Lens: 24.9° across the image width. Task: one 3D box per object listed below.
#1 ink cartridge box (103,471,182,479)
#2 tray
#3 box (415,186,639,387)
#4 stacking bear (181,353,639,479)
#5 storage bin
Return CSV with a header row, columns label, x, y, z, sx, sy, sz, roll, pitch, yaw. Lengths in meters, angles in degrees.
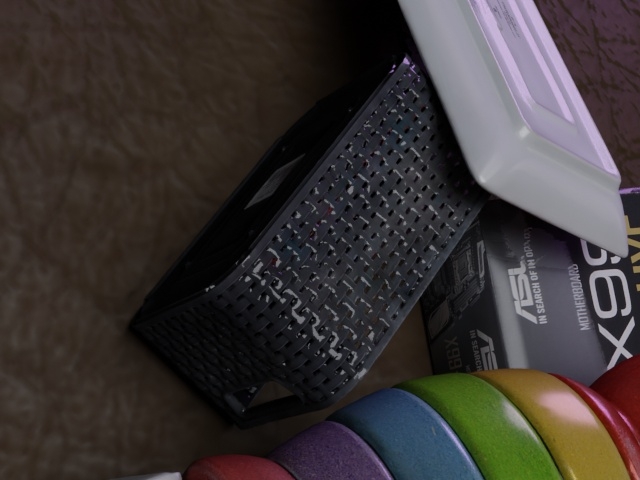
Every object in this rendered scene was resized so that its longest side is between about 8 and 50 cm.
label,x,y,z,sx,sy,sz,roll,pitch,yaw
ink cartridge box,-0.118,0.238,0.629,0.172,0.100,0.237,-15,84,-33
tray,0.095,-0.120,0.814,0.145,0.030,0.270,20,40,-44
box,0.196,0.124,0.864,0.242,0.076,0.307,-3,79,-31
stacking bear,0.093,0.134,0.688,0.289,0.175,0.164,-16,127,-22
storage bin,0.000,0.000,0.753,0.084,0.122,0.180,44,59,-13
